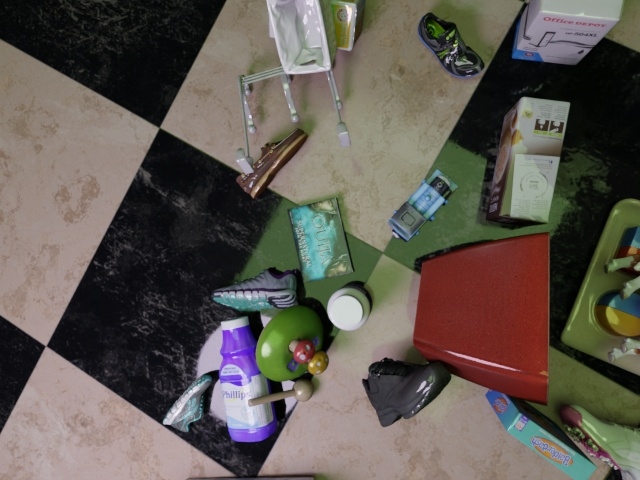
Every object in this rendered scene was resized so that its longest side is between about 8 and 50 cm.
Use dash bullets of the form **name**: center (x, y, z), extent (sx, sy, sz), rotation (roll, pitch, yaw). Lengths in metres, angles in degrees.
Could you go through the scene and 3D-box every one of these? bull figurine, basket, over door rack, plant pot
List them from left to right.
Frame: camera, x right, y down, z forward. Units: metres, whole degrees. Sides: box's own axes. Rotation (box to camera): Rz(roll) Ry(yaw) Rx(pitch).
- **over door rack**: center (-0.068, -0.286, 1.026), extent (0.239, 0.108, 0.324), rotation (-14, 53, 8)
- **basket**: center (-0.031, -0.459, 0.963), extent (0.113, 0.167, 0.103), rotation (3, 45, 19)
- **plant pot**: center (0.328, 0.156, 0.903), extent (0.235, 0.267, 0.267), rotation (1, 64, 27)
- **bull figurine**: center (0.667, 0.164, 0.862), extent (0.188, 0.101, 0.311), rotation (-2, 84, 9)

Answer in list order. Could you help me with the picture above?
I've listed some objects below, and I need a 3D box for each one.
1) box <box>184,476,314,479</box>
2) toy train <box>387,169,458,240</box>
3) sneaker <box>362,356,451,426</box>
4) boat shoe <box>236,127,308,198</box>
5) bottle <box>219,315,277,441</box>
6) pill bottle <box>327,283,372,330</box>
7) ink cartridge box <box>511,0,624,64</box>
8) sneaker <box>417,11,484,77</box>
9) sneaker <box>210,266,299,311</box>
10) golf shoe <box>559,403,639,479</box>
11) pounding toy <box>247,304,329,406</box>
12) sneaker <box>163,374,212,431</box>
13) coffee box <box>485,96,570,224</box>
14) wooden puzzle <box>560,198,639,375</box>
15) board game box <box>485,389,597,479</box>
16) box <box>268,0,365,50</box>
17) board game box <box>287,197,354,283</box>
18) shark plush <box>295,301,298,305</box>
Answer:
- **box**: center (-0.185, 0.684, 1.022), extent (0.345, 0.168, 0.215), rotation (-8, 87, 14)
- **toy train**: center (0.230, -0.078, 1.017), extent (0.080, 0.105, 0.184), rotation (44, 96, 7)
- **sneaker**: center (0.163, 0.305, 0.953), extent (0.109, 0.286, 0.130), rotation (-26, 71, -34)
- **boat shoe**: center (-0.121, -0.200, 1.093), extent (0.073, 0.073, 0.207), rotation (45, 95, 6)
- **bottle**: center (-0.182, 0.327, 1.077), extent (0.118, 0.092, 0.283), rotation (-11, 87, 27)
- **pill bottle**: center (0.066, 0.149, 1.006), extent (0.094, 0.169, 0.094), rotation (0, 89, 10)
- **ink cartridge box**: center (0.502, -0.452, 0.932), extent (0.148, 0.203, 0.086), rotation (11, 90, 10)
- **sneaker**: center (0.295, -0.445, 1.029), extent (0.067, 0.078, 0.188), rotation (-44, 83, 6)
- **sneaker**: center (-0.157, 0.116, 1.106), extent (0.223, 0.083, 0.098), rotation (-2, 54, 17)
- **golf shoe**: center (0.649, 0.431, 0.945), extent (0.306, 0.115, 0.140), rotation (40, 84, 2)
- **pounding toy**: center (-0.045, 0.273, 1.004), extent (0.110, 0.183, 0.237), rotation (21, 102, 46)
- **sneaker**: center (-0.315, 0.409, 1.126), extent (0.076, 0.065, 0.166), rotation (40, 98, -8)
- **coffee box**: center (0.439, -0.160, 0.967), extent (0.098, 0.141, 0.247), rotation (10, 90, 9)
- **wooden puzzle**: center (0.731, 0.123, 0.943), extent (0.322, 0.080, 0.348), rotation (23, 92, 9)
- **board game box**: center (0.436, 0.381, 0.919), extent (0.160, 0.210, 0.047), rotation (35, 94, 9)
- **box**: center (-0.006, -0.527, 1.045), extent (0.203, 0.103, 0.114), rotation (14, 46, 10)
- **board game box**: center (0.000, 0.000, 1.093), extent (0.126, 0.026, 0.186), rotation (-14, 86, 9)
- **shark plush**: center (-0.095, 0.219, 1.106), extent (0.067, 0.073, 0.161), rotation (47, 118, 27)
